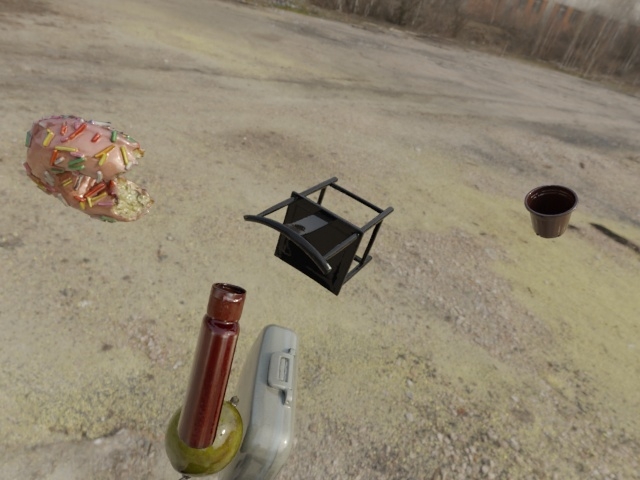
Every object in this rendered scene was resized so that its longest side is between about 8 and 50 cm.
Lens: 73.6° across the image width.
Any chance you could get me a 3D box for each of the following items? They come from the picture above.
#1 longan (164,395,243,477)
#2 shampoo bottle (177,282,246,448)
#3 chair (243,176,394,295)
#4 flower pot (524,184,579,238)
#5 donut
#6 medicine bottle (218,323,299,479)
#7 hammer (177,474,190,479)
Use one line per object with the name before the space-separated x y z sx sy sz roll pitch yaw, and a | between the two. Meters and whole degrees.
longan | -0.222 0.375 0.846 0.154 0.145 0.176 13 31 26
shampoo bottle | -0.182 0.204 0.723 0.064 0.261 0.102 12 6 -23
chair | 0.000 0.000 0.724 0.154 0.142 0.260 31 33 19
flower pot | 0.530 -0.060 0.985 0.111 0.089 0.111 -15 39 13
donut | -0.397 -0.114 0.726 0.198 0.233 0.085 15 62 -6
medicine bottle | -0.143 0.398 1.039 0.122 0.282 0.375 23 29 -12
hammer | -0.492 0.795 1.357 0.178 0.065 0.021 -26 85 -36
